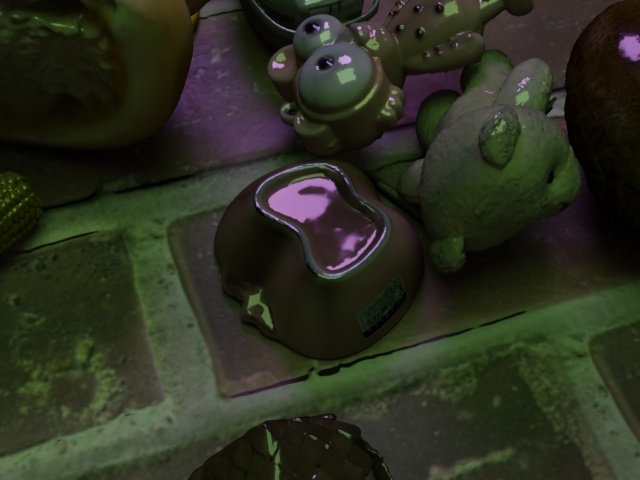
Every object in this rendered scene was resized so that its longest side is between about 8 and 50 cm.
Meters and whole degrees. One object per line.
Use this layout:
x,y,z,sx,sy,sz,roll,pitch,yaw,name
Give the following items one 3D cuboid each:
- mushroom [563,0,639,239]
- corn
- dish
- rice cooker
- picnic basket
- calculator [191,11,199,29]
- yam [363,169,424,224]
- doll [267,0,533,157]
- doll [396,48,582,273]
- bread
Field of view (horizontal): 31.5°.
0.319,-0.105,1.094,0.153,0.253,0.253,-23,57,13,mushroom
-0.366,0.017,1.070,0.080,0.080,0.238,40,65,21,corn
0.000,0.000,1.093,0.213,0.090,0.213,2,57,-3,dish
-0.024,-0.294,1.267,0.145,0.127,0.206,-20,63,-15,rice cooker
-0.003,0.207,0.937,0.178,0.138,0.128,8,56,-39,picnic basket
-0.255,-0.268,1.292,0.234,0.032,0.146,3,56,-3,calculator
0.084,-0.041,1.170,0.107,0.014,0.014,38,63,20,yam
0.076,-0.199,1.147,0.278,0.119,0.154,-38,51,-4,doll
0.166,-0.093,1.104,0.149,0.175,0.278,10,32,-7,doll
-0.320,-0.249,1.079,0.424,0.329,0.245,13,78,4,bread
